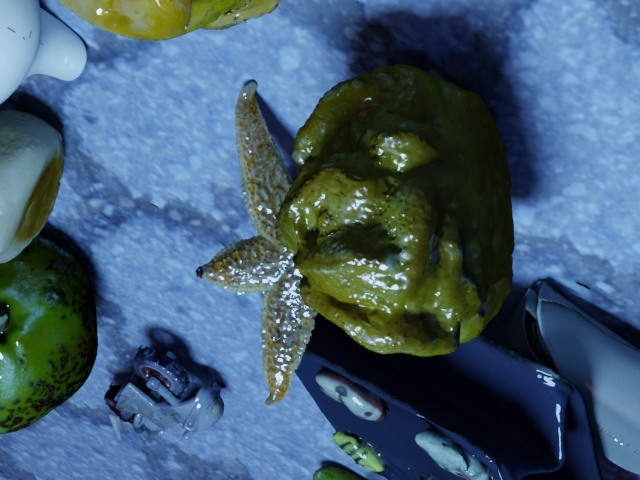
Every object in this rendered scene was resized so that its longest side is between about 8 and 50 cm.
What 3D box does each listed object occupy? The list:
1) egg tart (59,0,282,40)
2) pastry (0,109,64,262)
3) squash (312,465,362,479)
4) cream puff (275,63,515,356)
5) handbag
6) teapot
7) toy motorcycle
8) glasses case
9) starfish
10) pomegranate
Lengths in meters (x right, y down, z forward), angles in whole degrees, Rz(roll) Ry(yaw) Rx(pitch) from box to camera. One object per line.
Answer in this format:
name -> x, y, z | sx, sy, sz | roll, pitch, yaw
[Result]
egg tart -> -0.148, -0.252, 1.363 | 0.288, 0.118, 0.288 | 23, 151, 14
pastry -> -0.315, -0.053, 1.720 | 0.092, 0.156, 0.156 | 16, 146, 5
squash -> 0.071, 0.319, 2.031 | 0.183, 0.052, 0.052 | 28, 148, -3
cream puff -> 0.066, -0.022, 1.400 | 0.196, 0.244, 0.244 | 20, 149, 38
handbag -> 0.126, 0.193, 1.681 | 0.303, 0.122, 0.329 | 28, 158, 33
teapot -> -0.365, -0.221, 1.554 | 0.299, 0.166, 0.208 | 39, 130, 3
toy motorcycle -> -0.179, 0.183, 2.014 | 0.122, 0.080, 0.215 | 35, 152, -4
glasses case -> 0.297, 0.162, 1.608 | 0.308, 0.083, 0.128 | 31, 147, -2
starfish -> 0.002, -0.001, 1.555 | 0.231, 0.048, 0.295 | -6, 94, 12
pomegranate -> -0.370, 0.088, 1.911 | 0.204, 0.222, 0.276 | 35, 169, -40
